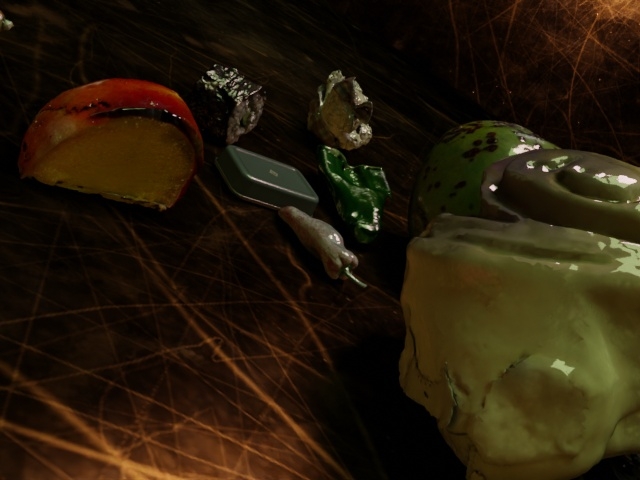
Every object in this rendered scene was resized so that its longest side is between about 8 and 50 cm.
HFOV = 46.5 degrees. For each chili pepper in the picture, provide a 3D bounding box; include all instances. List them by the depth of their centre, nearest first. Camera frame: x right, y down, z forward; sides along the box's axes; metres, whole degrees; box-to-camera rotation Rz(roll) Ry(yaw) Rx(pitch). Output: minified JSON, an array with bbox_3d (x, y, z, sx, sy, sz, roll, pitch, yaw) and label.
[{"bbox_3d":[0.001,0.000,0.852,0.153,0.041,0.050,49,-16,35],"label":"chili pepper"},{"bbox_3d":[0.042,-0.064,1.020,0.108,0.062,0.216,19,25,-17],"label":"chili pepper"}]

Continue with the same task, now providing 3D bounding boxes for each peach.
[{"bbox_3d":[-0.198,-0.094,0.708,0.172,0.127,0.092,-7,47,-21],"label":"peach"}]

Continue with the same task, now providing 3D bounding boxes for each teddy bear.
[{"bbox_3d":[0.026,-0.212,1.234,0.213,0.111,0.133,-41,114,-86],"label":"teddy bear"}]

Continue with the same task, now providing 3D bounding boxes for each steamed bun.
[{"bbox_3d":[0.225,0.031,0.668,0.347,0.237,0.394,-4,20,41],"label":"steamed bun"}]

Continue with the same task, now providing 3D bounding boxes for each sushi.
[{"bbox_3d":[-0.129,-0.177,1.000,0.084,0.098,0.094,32,40,8],"label":"sushi"}]

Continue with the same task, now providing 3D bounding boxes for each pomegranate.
[{"bbox_3d":[0.243,-0.031,0.978,0.271,0.254,0.254,1,34,-25],"label":"pomegranate"}]

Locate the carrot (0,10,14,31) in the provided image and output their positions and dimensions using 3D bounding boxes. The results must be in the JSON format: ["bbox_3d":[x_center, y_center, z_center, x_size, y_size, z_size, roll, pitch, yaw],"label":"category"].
[{"bbox_3d":[-0.424,-0.274,0.859,0.142,0.035,0.035,23,23,-8],"label":"carrot"}]

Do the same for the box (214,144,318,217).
[{"bbox_3d":[-0.064,-0.074,0.926,0.126,0.031,0.091,18,27,-37],"label":"box"}]

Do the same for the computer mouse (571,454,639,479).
[{"bbox_3d":[0.272,0.234,0.658,0.137,0.096,0.233,40,18,5],"label":"computer mouse"}]
